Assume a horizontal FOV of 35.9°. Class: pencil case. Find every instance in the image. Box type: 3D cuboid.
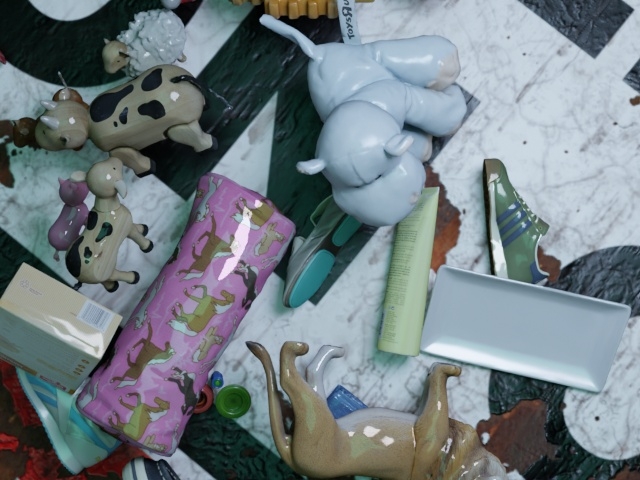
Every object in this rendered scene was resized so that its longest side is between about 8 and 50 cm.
[{"bbox_3d":[-0.183,0.103,1.346,0.160,0.167,0.386,24,79,20],"label":"pencil case"}]

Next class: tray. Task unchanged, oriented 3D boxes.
[{"bbox_3d":[0.284,0.120,1.395,0.271,0.030,0.145,13,116,3],"label":"tray"}]

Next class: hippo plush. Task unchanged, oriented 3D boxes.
[{"bbox_3d":[0.085,-0.157,1.288,0.234,0.236,0.294,-18,128,10],"label":"hippo plush"}]

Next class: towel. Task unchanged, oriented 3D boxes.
[{"bbox_3d":[0.015,0.272,1.414,0.067,0.029,0.119,39,87,0],"label":"towel"}]

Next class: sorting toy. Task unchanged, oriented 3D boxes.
[{"bbox_3d":[-0.151,0.219,1.423,0.102,0.042,0.061,7,102,-9],"label":"sorting toy"}]

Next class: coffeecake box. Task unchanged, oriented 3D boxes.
[{"bbox_3d":[-0.356,0.121,1.293,0.142,0.185,0.068,30,58,-11],"label":"coffeecake box"}]

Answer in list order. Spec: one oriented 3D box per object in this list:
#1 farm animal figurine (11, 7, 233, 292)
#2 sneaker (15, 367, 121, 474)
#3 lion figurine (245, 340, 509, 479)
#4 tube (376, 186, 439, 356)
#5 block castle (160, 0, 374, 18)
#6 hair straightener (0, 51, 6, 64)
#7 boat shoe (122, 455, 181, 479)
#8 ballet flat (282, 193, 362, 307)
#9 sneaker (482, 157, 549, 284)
[{"bbox_3d":[-0.282,-0.128,1.318,0.327,0.172,0.330,-34,62,9],"label":"farm animal figurine"},{"bbox_3d":[-0.366,0.213,1.410,0.092,0.087,0.228,-29,91,-9],"label":"sneaker"},{"bbox_3d":[0.073,0.273,1.345,0.392,0.142,0.240,10,85,-3],"label":"lion figurine"},{"bbox_3d":[0.128,0.043,1.401,0.070,0.062,0.240,6,86,23],"label":"tube"},{"bbox_3d":[-0.028,-0.454,1.300,0.454,0.303,0.212,-1,57,3],"label":"block castle"},{"bbox_3d":[-0.566,-0.330,1.468,0.089,0.047,0.230,-37,85,-1],"label":"hair straightener"},{"bbox_3d":[-0.070,0.463,1.333,0.156,0.187,0.500,-44,91,-7],"label":"boat shoe"},{"bbox_3d":[0.000,0.000,1.425,0.068,0.072,0.213,35,87,31],"label":"ballet flat"},{"bbox_3d":[0.282,-0.025,1.411,0.086,0.064,0.192,-6,92,3],"label":"sneaker"}]
